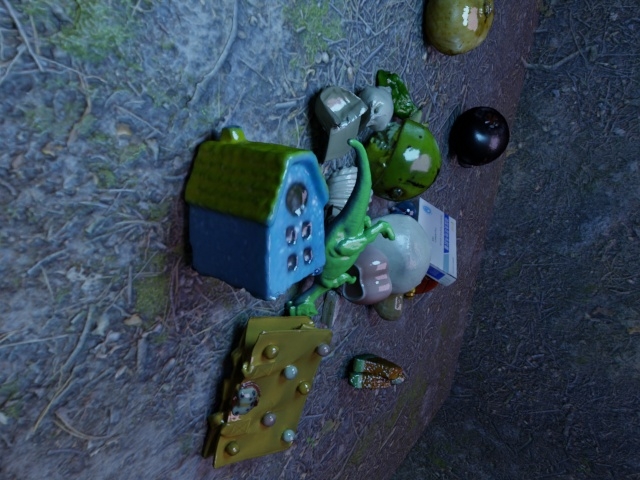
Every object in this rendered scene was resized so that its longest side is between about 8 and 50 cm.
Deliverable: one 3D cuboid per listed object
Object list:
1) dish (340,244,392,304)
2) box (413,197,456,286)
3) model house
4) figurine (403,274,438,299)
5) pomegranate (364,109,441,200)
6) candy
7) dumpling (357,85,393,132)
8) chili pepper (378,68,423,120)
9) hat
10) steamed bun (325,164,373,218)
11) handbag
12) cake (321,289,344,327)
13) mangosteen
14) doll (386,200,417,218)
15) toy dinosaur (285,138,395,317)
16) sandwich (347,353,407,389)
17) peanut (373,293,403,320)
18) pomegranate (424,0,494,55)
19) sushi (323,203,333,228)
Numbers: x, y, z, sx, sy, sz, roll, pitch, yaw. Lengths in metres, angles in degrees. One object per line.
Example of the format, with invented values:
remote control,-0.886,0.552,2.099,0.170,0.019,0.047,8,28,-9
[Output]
dish,0.119,0.118,1.312,0.090,0.213,0.214,-19,120,-43
box,0.449,-0.002,1.648,0.065,0.200,0.343,-48,-163,43
model house,-0.128,-0.065,0.816,0.215,0.237,0.304,-29,126,-49
figurine,0.431,0.114,1.767,0.323,0.196,0.320,-13,115,-65
pomegranate,0.263,-0.272,1.304,0.341,0.260,0.260,-62,146,-24
candy,0.252,0.051,1.407,0.185,0.295,0.296,-107,-160,-69
dumpling,0.149,-0.375,1.194,0.199,0.118,0.136,-57,-175,-36
chili pepper,0.256,-0.462,1.345,0.257,0.074,0.100,29,81,-56
hat,0.024,-0.304,1.100,0.166,0.144,0.173,-34,175,-47
steamed bun,0.092,-0.138,1.227,0.183,0.106,0.183,-33,132,-46
handbag,-0.139,0.398,1.097,0.283,0.133,0.401,12,102,-46
cake,0.033,0.225,1.362,0.121,0.052,0.065,-67,153,-7
mangosteen,0.720,-0.462,1.910,0.275,0.275,0.302,-56,177,-24
doll,0.319,-0.103,1.608,0.152,0.085,0.114,-34,121,-31
toy dinosaur,0.000,0.000,1.081,0.374,0.144,0.500,-37,140,-6
sandwich,0.218,0.527,1.659,0.292,0.212,0.109,13,79,-44
peanut,0.272,0.168,1.607,0.149,0.149,0.314,-16,119,-52
pomegranate,0.466,-0.753,1.377,0.248,0.248,0.248,-30,129,-46
sushi,-0.054,0.011,1.127,0.215,0.050,0.192,-41,151,-34
